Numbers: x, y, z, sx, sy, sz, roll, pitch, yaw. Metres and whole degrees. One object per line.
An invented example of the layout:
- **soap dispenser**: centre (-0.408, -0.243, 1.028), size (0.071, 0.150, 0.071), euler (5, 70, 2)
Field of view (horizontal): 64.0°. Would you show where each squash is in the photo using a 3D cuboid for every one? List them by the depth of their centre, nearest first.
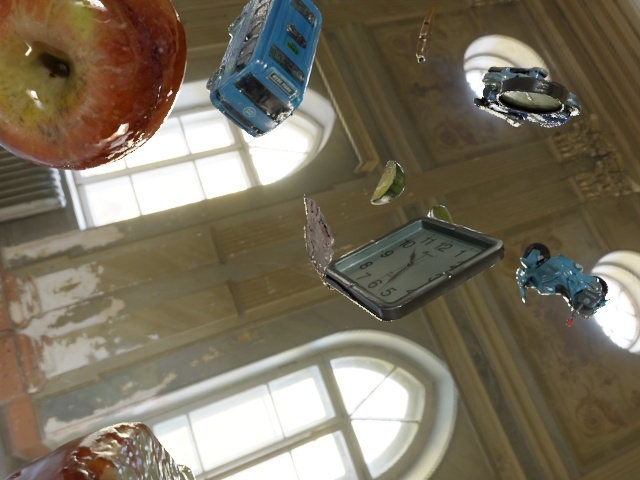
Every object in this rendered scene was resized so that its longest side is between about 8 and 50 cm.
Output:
- **squash**: centre (0.319, -0.028, 1.331), size (0.252, 0.066, 0.066), euler (-86, 169, -63)

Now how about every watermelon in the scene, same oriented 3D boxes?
- **watermelon**: centre (0.264, -0.205, 1.863), size (0.092, 0.075, 0.181), euler (-3, -120, 58)

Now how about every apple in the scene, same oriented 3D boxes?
- **apple**: centre (-0.303, -0.224, 0.644), size (0.206, 0.252, 0.271), euler (-92, -154, -63)

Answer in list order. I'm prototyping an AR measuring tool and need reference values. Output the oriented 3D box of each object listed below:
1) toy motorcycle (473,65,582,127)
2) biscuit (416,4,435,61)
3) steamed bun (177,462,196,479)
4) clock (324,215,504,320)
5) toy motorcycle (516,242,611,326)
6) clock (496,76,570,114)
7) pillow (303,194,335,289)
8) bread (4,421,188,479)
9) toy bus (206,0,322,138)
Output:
- **toy motorcycle**: centre (0.669, -0.461, 1.635), size (0.319, 0.241, 0.181), euler (28, -58, 19)
- **biscuit**: centre (0.179, -0.353, 0.874), size (0.016, 0.082, 0.092), euler (16, -54, 15)
- **steamed bun**: centre (-0.292, 0.474, 0.934), size (0.130, 0.091, 0.112), euler (-2, 88, -71)
- **clock**: centre (0.173, 0.049, 0.999), size (0.273, 0.279, 0.049), euler (31, -36, 62)
- **toy motorcycle**: centre (0.694, 0.134, 1.506), size (0.272, 0.182, 0.123), euler (36, -2, 29)
- **clock**: centre (0.572, -0.388, 1.389), size (0.184, 0.185, 0.040), euler (-167, -88, -70)
- **pillow**: centre (0.000, 0.000, 1.255), size (0.248, 0.049, 0.135), euler (-94, 163, -50)
- **bread**: centre (-0.167, 0.316, 0.442), size (0.295, 0.114, 0.327), euler (66, -6, -18)
- **toy bus**: centre (-0.081, -0.291, 0.814), size (0.134, 0.114, 0.246), euler (-21, -135, 38)
